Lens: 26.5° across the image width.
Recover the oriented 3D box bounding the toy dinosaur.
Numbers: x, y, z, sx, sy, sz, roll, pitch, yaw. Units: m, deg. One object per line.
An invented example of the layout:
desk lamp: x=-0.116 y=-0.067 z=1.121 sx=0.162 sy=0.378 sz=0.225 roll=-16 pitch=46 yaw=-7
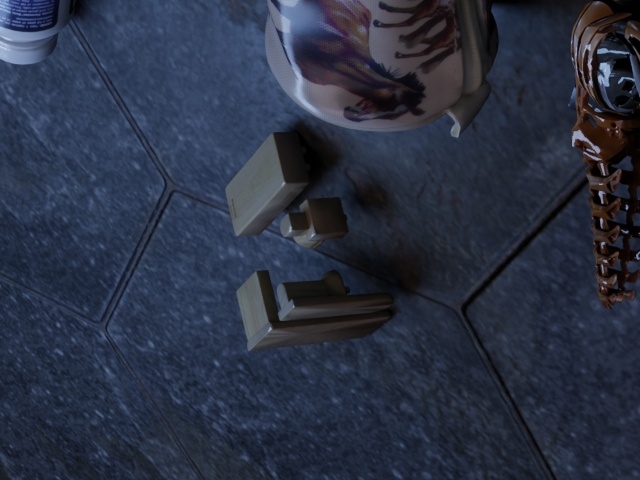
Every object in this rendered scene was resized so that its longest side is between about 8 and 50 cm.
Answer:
toy dinosaur: x=0.222 y=-0.111 z=0.778 sx=0.218 sy=0.164 sz=0.322 roll=42 pitch=152 yaw=45

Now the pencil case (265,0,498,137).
pencil case: x=0.045 y=-0.258 z=0.818 sx=0.183 sy=0.160 sz=0.410 roll=36 pitch=145 yaw=32

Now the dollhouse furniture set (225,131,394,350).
dollhouse furniture set: x=0.000 y=0.000 z=1.230 sx=0.144 sy=0.123 sz=0.151 roll=-43 pitch=56 yaw=55

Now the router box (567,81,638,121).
router box: x=0.231 y=-0.101 z=0.886 sx=0.122 sy=0.038 sz=0.092 roll=32 pitch=141 yaw=19

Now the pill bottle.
pill bottle: x=-0.262 y=-0.238 z=1.204 sx=0.094 sy=0.094 sz=0.169 roll=38 pitch=143 yaw=12
